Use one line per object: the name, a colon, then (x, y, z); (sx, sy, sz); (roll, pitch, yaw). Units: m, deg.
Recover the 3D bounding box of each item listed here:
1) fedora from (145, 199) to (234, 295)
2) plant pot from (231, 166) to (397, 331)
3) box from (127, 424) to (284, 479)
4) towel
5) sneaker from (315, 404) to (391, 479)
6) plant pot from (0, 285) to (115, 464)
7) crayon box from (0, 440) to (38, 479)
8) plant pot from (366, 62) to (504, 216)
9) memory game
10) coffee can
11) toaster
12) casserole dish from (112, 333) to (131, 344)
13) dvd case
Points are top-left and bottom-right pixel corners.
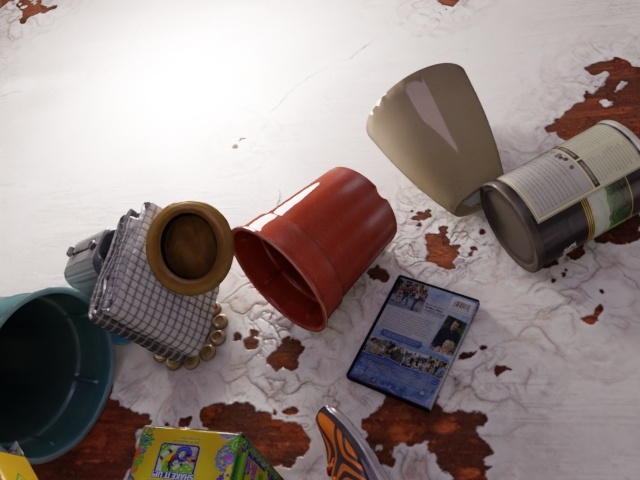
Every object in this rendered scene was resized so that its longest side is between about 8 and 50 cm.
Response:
fedora: (-0.257, 0.015, 1.450); (0.195, 0.079, 0.194); (0, 85, 5)
plant pot: (0.000, 0.000, 1.483); (0.272, 0.272, 0.265); (31, 61, 32)
box: (-0.189, 0.487, 1.158); (0.177, 0.290, 0.279); (0, 55, 17)
towel: (-0.340, 0.087, 1.505); (0.121, 0.235, 0.283); (-26, 43, 38)
sneaker: (0.035, 0.444, 1.227); (0.180, 0.124, 0.321); (-31, 53, -8)
plant pot: (-0.665, 0.255, 1.461); (0.334, 0.341, 0.341); (1, 56, 27)
crayon box: (-0.528, 0.489, 1.154); (0.323, 0.083, 0.203); (33, 87, 44)
plant pot: (0.274, -0.197, 1.558); (0.257, 0.256, 0.274); (-27, 66, -3)
memory game: (-0.289, 0.200, 1.566); (0.186, 0.012, 0.186); (-8, 53, 11)
coffee can: (0.489, -0.089, 1.422); (0.276, 0.201, 0.201); (-28, 53, -4)
toaster: (-0.453, 0.073, 1.594); (0.147, 0.227, 0.129); (-12, 51, 34)
casserole dish: (-0.489, 0.175, 1.587); (0.189, 0.114, 0.037); (1, 36, 18)
dvd case: (0.185, 0.196, 1.423); (0.181, 0.022, 0.253); (17, 62, 27)
